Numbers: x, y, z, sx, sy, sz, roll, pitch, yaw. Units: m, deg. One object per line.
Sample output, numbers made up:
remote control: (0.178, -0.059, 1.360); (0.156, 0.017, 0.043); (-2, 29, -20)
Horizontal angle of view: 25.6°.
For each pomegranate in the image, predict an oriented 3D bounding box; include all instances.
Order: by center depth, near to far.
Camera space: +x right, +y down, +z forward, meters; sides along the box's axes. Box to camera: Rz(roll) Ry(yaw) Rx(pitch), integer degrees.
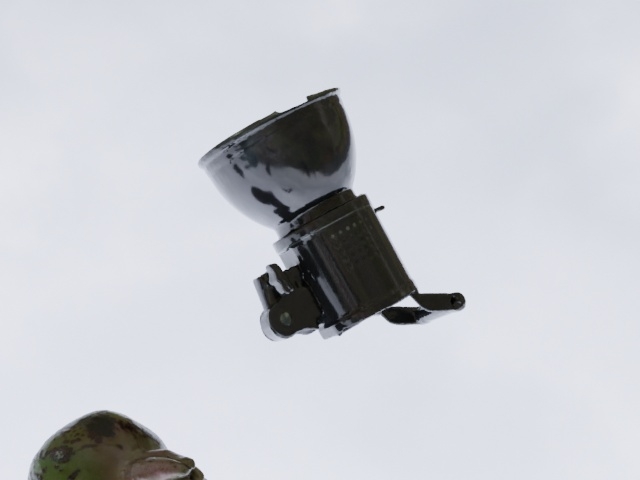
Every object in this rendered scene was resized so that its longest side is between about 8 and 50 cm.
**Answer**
pomegranate: (-0.161, 0.211, 1.169); (0.163, 0.125, 0.138); (-3, -119, 14)

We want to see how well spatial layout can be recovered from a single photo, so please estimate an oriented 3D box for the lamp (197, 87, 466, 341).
lamp: (0.000, 0.000, 1.259); (0.172, 0.227, 0.147); (-27, 178, -28)
